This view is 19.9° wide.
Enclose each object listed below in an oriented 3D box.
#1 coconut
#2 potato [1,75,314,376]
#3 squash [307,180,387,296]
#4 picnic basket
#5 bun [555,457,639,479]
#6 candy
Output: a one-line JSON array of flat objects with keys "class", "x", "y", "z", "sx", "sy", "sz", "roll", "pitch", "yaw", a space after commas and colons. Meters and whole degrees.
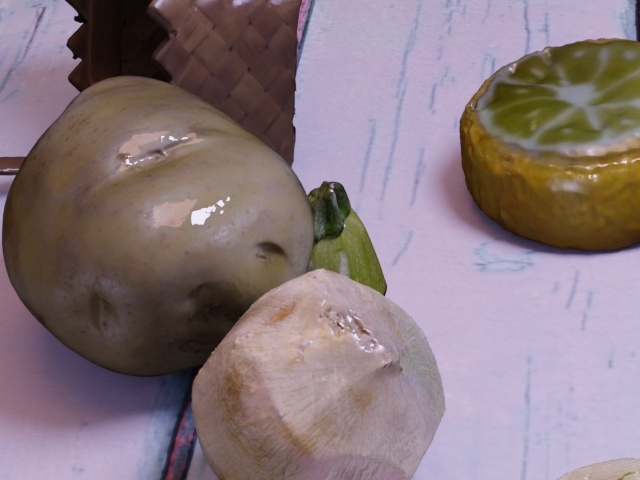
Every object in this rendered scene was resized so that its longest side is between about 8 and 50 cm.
[{"class": "coconut", "x": 0.003, "y": 0.116, "z": 1.368, "sx": 0.194, "sy": 0.194, "sz": 0.194, "roll": -5, "pitch": 32, "yaw": 3}, {"class": "potato", "x": -0.148, "y": -0.011, "z": 1.564, "sx": 0.243, "sy": 0.221, "sz": 0.326, "roll": -49, "pitch": 37, "yaw": -7}, {"class": "squash", "x": 0.003, "y": -0.007, "z": 1.617, "sx": 0.105, "sy": 0.132, "sz": 0.105, "roll": -4, "pitch": 34, "yaw": 3}, {"class": "picnic basket", "x": -0.196, "y": -0.192, "z": 1.834, "sx": 0.321, "sy": 0.254, "sz": 0.291, "roll": -4, "pitch": 28, "yaw": -22}, {"class": "bun", "x": 0.206, "y": 0.205, "z": 1.302, "sx": 0.115, "sy": 0.069, "sz": 0.115, "roll": -18, "pitch": 14, "yaw": 4}, {"class": "candy", "x": 0.257, "y": -0.093, "z": 1.730, "sx": 0.260, "sy": 0.118, "sz": 0.260, "roll": -9, "pitch": 34, "yaw": 6}]
